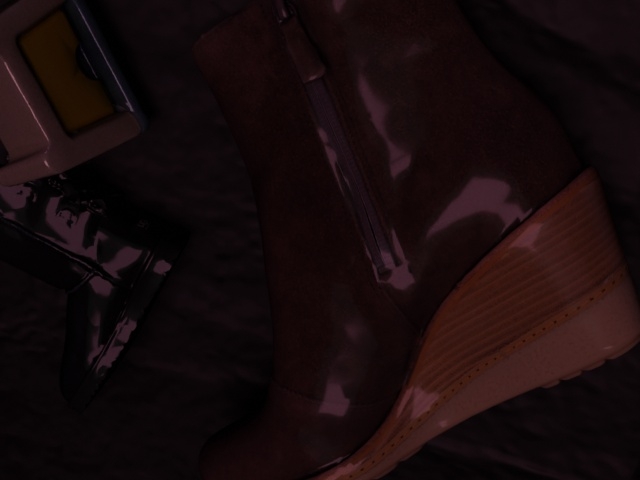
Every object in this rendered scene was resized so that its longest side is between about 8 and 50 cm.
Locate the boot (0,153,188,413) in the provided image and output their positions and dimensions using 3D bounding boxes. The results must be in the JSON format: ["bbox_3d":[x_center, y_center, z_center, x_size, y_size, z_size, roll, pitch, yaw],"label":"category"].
[{"bbox_3d":[-0.132,0.017,0.538,0.099,0.045,0.121,30,111,-3],"label":"boot"}]

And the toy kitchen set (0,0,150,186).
[{"bbox_3d":[-0.069,-0.131,0.434,0.207,0.122,0.166,-11,113,41],"label":"toy kitchen set"}]

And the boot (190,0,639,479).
[{"bbox_3d":[0.000,0.000,0.491,0.248,0.090,0.207,-31,91,26],"label":"boot"}]
